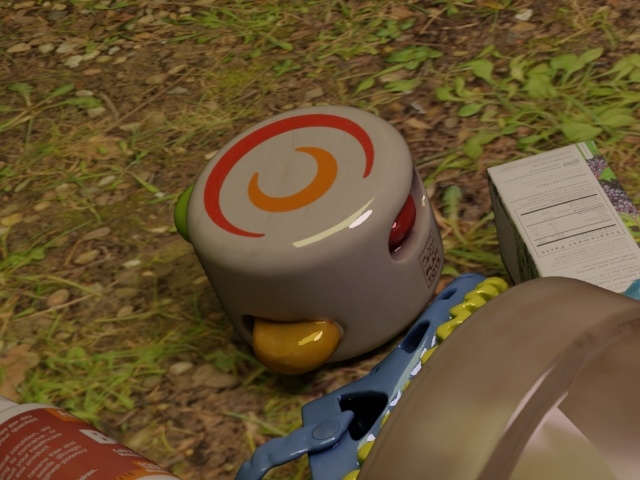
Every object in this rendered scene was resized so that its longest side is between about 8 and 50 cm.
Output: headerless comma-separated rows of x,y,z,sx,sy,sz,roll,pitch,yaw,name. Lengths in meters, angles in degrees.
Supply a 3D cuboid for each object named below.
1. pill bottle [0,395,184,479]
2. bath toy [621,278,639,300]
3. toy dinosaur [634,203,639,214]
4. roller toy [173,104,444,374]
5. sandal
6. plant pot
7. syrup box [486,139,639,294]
-0.185,0.186,1.224,0.121,0.121,0.216,-35,39,-30,pill bottle
0.319,0.134,1.058,0.348,0.151,0.129,19,18,30,bath toy
0.331,-0.037,1.434,0.183,0.053,0.092,-18,31,-7,toy dinosaur
0.000,0.000,1.417,0.191,0.146,0.209,-30,40,-7,roller toy
0.043,0.129,1.232,0.138,0.126,0.317,4,35,33,sandal
0.199,0.207,0.875,0.280,0.323,0.323,17,44,34,plant pot
0.206,0.025,1.347,0.096,0.093,0.237,-15,32,-3,syrup box
